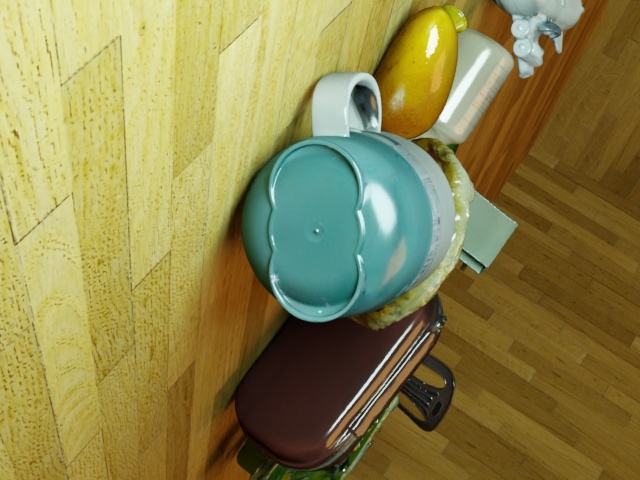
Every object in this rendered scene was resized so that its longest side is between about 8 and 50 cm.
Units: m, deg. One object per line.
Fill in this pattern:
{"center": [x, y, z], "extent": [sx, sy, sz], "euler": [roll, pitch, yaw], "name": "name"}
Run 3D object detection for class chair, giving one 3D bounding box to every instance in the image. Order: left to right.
{"center": [0.170, 0.252, 2.227], "extent": [0.183, 0.326, 0.175], "euler": [-36, 155, -55], "name": "chair"}

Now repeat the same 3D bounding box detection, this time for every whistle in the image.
{"center": [0.165, -0.298, 1.442], "extent": [0.109, 0.046, 0.057], "euler": [-42, 177, -33], "name": "whistle"}

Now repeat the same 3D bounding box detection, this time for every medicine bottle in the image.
{"center": [0.206, -0.215, 1.646], "extent": [0.252, 0.114, 0.114], "euler": [-58, 168, 3], "name": "medicine bottle"}

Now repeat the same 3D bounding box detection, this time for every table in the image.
{"center": [0.238, -0.044, 1.946], "extent": [0.121, 0.240, 0.111], "euler": [-50, 177, -27], "name": "table"}

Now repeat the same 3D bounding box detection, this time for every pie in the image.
{"center": [0.109, -0.005, 1.497], "extent": [0.315, 0.092, 0.315], "euler": [-37, -143, 34], "name": "pie"}

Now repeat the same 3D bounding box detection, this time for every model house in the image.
{"center": [-0.061, 0.357, 1.994], "extent": [0.357, 0.242, 0.313], "euler": [-55, 152, -3], "name": "model house"}

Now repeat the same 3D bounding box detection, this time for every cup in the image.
{"center": [0.033, -0.054, 1.199], "extent": [0.257, 0.219, 0.289], "euler": [-18, 110, -71], "name": "cup"}

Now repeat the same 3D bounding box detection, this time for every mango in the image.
{"center": [0.133, -0.221, 1.349], "extent": [0.141, 0.102, 0.217], "euler": [-43, 161, -36], "name": "mango"}

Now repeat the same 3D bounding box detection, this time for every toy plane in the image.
{"center": [0.355, -0.401, 1.662], "extent": [0.267, 0.123, 0.266], "euler": [-8, 99, -60], "name": "toy plane"}

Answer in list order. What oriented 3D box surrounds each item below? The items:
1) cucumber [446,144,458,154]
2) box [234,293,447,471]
{"center": [0.227, -0.143, 2.063], "extent": [0.227, 0.069, 0.069], "euler": [-59, 169, -9], "name": "cucumber"}
{"center": [0.031, 0.208, 1.739], "extent": [0.404, 0.263, 0.108], "euler": [-49, 136, -14], "name": "box"}
